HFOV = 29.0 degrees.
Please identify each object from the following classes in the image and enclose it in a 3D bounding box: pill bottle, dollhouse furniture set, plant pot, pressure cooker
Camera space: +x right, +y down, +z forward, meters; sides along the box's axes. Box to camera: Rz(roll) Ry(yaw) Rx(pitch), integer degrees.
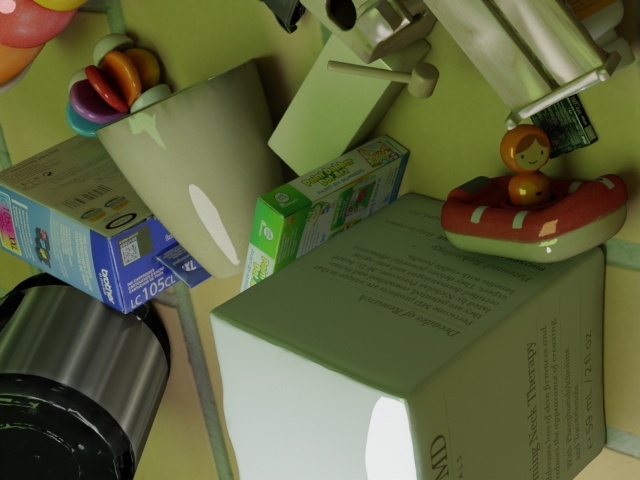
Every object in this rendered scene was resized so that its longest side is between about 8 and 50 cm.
[{"bbox_3d":[0.260,-0.269,1.358,0.118,0.118,0.208,-22,97,52],"label":"pill bottle"},{"bbox_3d":[0.273,-0.229,1.283,0.356,0.174,0.303,-25,109,46],"label":"dollhouse furniture set"},{"bbox_3d":[-0.156,-0.093,1.826,0.256,0.256,0.274,-13,105,51],"label":"plant pot"},{"bbox_3d":[-0.475,0.267,2.300,0.370,0.420,0.375,-3,127,15],"label":"pressure cooker"}]

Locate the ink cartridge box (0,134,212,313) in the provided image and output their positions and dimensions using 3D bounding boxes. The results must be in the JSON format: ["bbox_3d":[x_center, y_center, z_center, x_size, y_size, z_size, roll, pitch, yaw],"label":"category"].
[{"bbox_3d":[-0.316,-0.039,2.022,0.396,0.270,0.151,21,130,39],"label":"ink cartridge box"}]

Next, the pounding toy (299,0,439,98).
[{"bbox_3d":[0.079,-0.272,1.504,0.206,0.181,0.094,45,140,17],"label":"pounding toy"}]

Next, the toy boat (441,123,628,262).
[{"bbox_3d":[0.252,-0.065,1.479,0.231,0.151,0.151,9,116,44],"label":"toy boat"}]

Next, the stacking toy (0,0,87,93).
[{"bbox_3d":[-0.443,-0.443,1.928,0.480,0.350,0.350,-14,104,34],"label":"stacking toy"}]

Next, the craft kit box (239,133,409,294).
[{"bbox_3d":[0.000,0.000,1.720,0.061,0.247,0.249,37,136,24],"label":"craft kit box"}]

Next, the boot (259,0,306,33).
[{"bbox_3d":[-0.078,-0.434,1.664,0.229,0.091,0.263,37,142,17],"label":"boot"}]

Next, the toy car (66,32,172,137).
[{"bbox_3d":[-0.345,-0.236,2.012,0.159,0.136,0.182,51,120,9],"label":"toy car"}]

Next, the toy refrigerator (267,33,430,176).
[{"bbox_3d":[0.036,-0.195,1.679,0.102,0.094,0.269,44,141,8],"label":"toy refrigerator"}]

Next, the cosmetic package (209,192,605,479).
[{"bbox_3d":[0.124,0.186,1.587,0.327,0.394,0.329,19,128,40],"label":"cosmetic package"}]

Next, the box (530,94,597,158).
[{"bbox_3d":[0.288,-0.146,1.490,0.067,0.018,0.083,-21,98,52],"label":"box"}]
